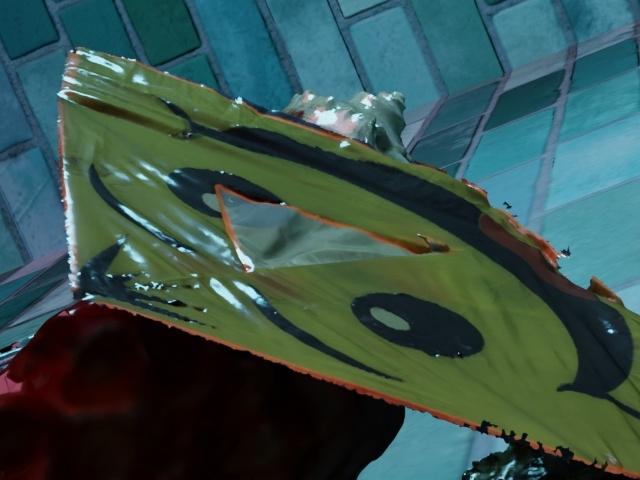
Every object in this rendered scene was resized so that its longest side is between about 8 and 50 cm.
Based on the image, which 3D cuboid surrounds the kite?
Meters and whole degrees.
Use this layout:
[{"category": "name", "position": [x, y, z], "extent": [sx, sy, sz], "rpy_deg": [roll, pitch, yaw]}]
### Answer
[{"category": "kite", "position": [0.016, 0.009, 0.695], "extent": [0.377, 0.013, 0.327], "rpy_deg": [36, 21, 29]}]

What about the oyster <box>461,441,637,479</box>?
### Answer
[{"category": "oyster", "position": [0.114, 0.093, 0.742], "extent": [0.086, 0.029, 0.132], "rpy_deg": [-36, 18, -35]}]

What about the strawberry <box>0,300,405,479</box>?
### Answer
[{"category": "strawberry", "position": [-0.101, 0.121, 0.769], "extent": [0.336, 0.149, 0.265], "rpy_deg": [-42, 3, -25]}]

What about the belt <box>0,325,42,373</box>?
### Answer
[{"category": "belt", "position": [-0.196, 0.120, 1.119], "extent": [0.267, 0.116, 0.206], "rpy_deg": [-23, 3, -18]}]

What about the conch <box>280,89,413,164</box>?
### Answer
[{"category": "conch", "position": [0.000, 0.000, 1.254], "extent": [0.245, 0.163, 0.178], "rpy_deg": [-54, -4, -7]}]
